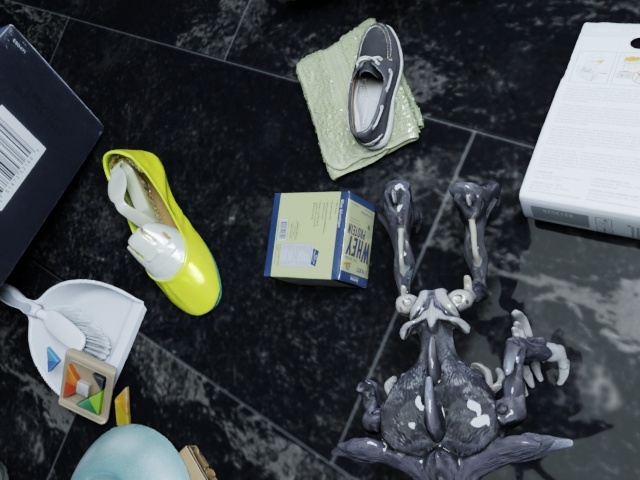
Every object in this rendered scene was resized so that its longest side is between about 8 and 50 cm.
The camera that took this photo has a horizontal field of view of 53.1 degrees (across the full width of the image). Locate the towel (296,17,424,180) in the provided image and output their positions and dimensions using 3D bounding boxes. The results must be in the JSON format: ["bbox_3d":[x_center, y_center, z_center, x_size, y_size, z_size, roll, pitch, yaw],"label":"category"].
[{"bbox_3d":[0.035,-0.143,0.643,0.110,0.027,0.148,-26,67,22],"label":"towel"}]

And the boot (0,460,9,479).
[{"bbox_3d":[-0.518,0.312,0.786,0.246,0.161,0.084,-6,76,30],"label":"boot"}]

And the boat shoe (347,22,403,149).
[{"bbox_3d":[0.047,-0.149,0.598,0.046,0.038,0.125,4,81,29],"label":"boat shoe"}]

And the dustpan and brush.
[{"bbox_3d":[-0.323,0.098,0.779,0.211,0.060,0.147,24,91,32],"label":"dustpan and brush"}]

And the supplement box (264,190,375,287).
[{"bbox_3d":[0.000,0.000,0.612,0.083,0.056,0.083,1,79,31],"label":"supplement box"}]

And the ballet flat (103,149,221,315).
[{"bbox_3d":[-0.188,-0.015,0.716,0.077,0.077,0.231,-39,62,17],"label":"ballet flat"}]

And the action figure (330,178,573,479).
[{"bbox_3d":[0.101,0.088,0.487,0.163,0.141,0.276,-11,57,26],"label":"action figure"}]

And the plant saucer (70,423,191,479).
[{"bbox_3d":[-0.212,0.290,0.658,0.194,0.037,0.195,-8,74,30],"label":"plant saucer"}]

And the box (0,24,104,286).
[{"bbox_3d":[-0.486,-0.079,0.787,0.293,0.183,0.296,-4,50,30],"label":"box"}]

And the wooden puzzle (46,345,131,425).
[{"bbox_3d":[-0.265,0.166,0.727,0.116,0.014,0.079,13,104,16],"label":"wooden puzzle"}]

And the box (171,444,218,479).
[{"bbox_3d":[-0.150,0.338,0.644,0.201,0.021,0.164,-49,59,11],"label":"box"}]

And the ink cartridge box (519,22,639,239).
[{"bbox_3d":[0.254,-0.088,0.503,0.145,0.045,0.179,14,68,33],"label":"ink cartridge box"}]
